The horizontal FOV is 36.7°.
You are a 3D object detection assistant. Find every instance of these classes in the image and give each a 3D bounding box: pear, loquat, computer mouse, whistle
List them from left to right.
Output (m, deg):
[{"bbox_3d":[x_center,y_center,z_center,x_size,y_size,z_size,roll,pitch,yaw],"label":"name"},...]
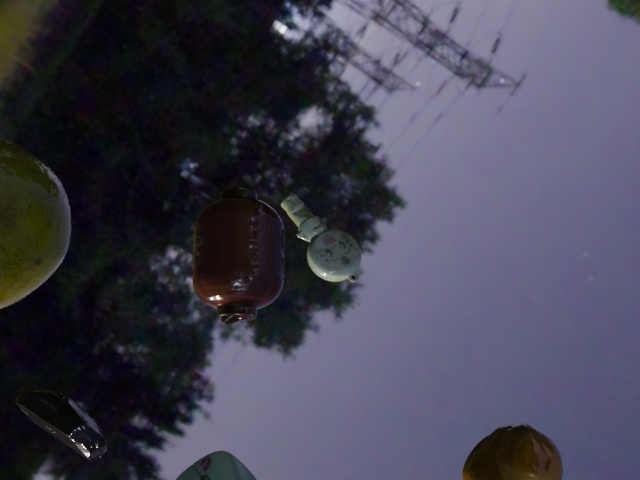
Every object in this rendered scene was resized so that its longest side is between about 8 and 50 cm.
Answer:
[{"bbox_3d":[-0.632,-0.031,1.725,0.352,0.352,0.413,-62,161,-17],"label":"pear"},{"bbox_3d":[-0.496,0.344,1.869,0.073,0.217,0.122,-51,146,-23],"label":"computer mouse"},{"bbox_3d":[-0.156,0.538,1.812,0.159,0.288,0.097,-34,-167,-6],"label":"computer mouse"},{"bbox_3d":[0.000,0.000,2.231,0.126,0.258,0.067,-32,165,-29],"label":"whistle"},{"bbox_3d":[0.417,0.508,2.095,0.238,0.193,0.238,-52,180,0],"label":"loquat"}]

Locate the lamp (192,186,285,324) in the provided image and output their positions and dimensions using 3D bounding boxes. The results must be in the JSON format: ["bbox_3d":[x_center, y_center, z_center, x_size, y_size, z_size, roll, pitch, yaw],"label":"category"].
[{"bbox_3d":[-0.152,0.032,1.796,0.180,0.180,0.258,150,-57,-64],"label":"lamp"}]
